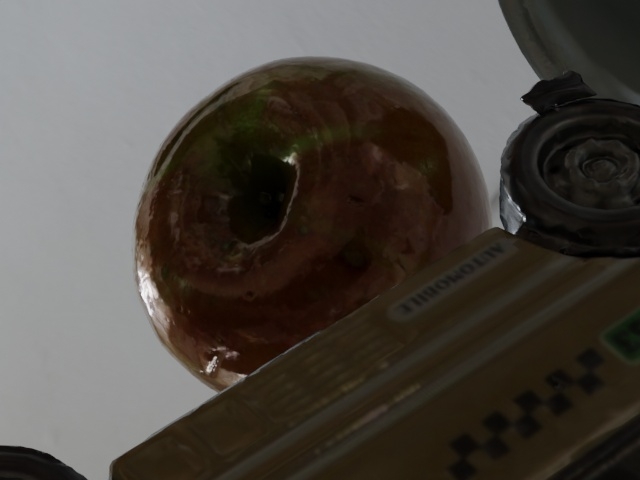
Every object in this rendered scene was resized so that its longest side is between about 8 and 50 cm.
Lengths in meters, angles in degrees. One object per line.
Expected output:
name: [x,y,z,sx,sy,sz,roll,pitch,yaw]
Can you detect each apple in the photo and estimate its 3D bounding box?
apple: [0.000,0.000,0.944,0.196,0.196,0.196,-2,-97,20]

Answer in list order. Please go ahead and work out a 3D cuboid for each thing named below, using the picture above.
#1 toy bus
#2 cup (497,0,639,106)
toy bus: [0.048,0.113,0.476,0.365,0.177,0.202,-31,-129,-23]
cup: [0.248,-0.208,0.890,0.347,0.163,0.347,0,-59,0]
